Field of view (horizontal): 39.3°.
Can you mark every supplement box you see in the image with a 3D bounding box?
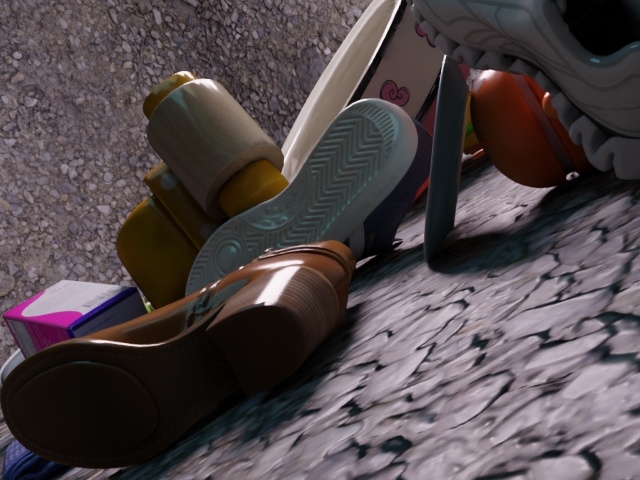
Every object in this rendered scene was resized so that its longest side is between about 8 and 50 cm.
[{"bbox_3d":[-0.337,0.131,1.264,0.111,0.113,0.220,-34,24,-36],"label":"supplement box"}]

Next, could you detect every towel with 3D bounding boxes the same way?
[{"bbox_3d":[-0.237,0.181,0.994,0.243,0.040,0.336,-34,4,-20],"label":"towel"}]

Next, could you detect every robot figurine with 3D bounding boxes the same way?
[{"bbox_3d":[0.223,-0.127,0.766,0.219,0.128,0.158,-29,39,14],"label":"robot figurine"}]

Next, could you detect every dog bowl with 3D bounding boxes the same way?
[{"bbox_3d":[0.077,-0.197,1.395,0.408,0.150,0.408,-55,13,20],"label":"dog bowl"}]

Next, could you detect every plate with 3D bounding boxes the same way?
[{"bbox_3d":[0.112,-0.073,0.782,0.024,0.188,0.188,6,12,9],"label":"plate"}]

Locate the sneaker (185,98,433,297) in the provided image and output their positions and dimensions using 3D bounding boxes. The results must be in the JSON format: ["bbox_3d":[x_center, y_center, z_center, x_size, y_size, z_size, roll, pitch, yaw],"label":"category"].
[{"bbox_3d":[0.000,0.000,0.999,0.350,0.131,0.148,-41,-31,23],"label":"sneaker"}]

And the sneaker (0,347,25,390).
[{"bbox_3d":[-0.458,0.192,1.686,0.296,0.123,0.178,-32,-4,-33],"label":"sneaker"}]

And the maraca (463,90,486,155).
[{"bbox_3d":[0.262,-0.186,1.279,0.186,0.099,0.127,-33,-4,-18],"label":"maraca"}]

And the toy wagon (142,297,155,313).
[{"bbox_3d":[-0.233,0.099,1.449,0.267,0.068,0.344,-27,2,-39],"label":"toy wagon"}]

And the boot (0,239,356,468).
[{"bbox_3d":[-0.105,0.077,0.753,0.284,0.109,0.220,-27,7,17],"label":"boot"}]

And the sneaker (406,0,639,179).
[{"bbox_3d":[0.162,-0.170,0.655,0.110,0.292,0.118,-40,-36,-7],"label":"sneaker"}]

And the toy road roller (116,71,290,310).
[{"bbox_3d":[-0.156,-0.028,1.159,0.241,0.202,0.329,-39,-24,-7],"label":"toy road roller"}]
